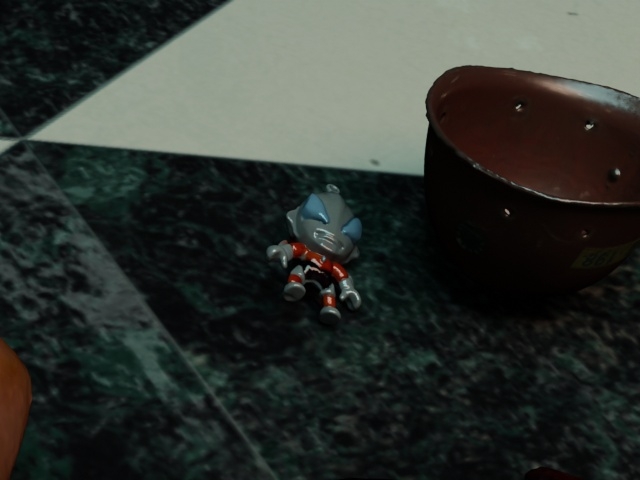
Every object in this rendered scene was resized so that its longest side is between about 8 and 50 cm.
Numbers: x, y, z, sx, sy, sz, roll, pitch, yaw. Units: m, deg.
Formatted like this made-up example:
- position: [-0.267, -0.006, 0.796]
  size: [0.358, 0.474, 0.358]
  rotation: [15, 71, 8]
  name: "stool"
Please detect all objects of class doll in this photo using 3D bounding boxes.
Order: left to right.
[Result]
- position: [0.000, -0.001, 1.061]
  size: [0.057, 0.039, 0.114]
  rotation: [8, 41, 2]
  name: "doll"

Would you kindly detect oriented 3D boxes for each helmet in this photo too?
- position: [0.131, -0.026, 1.077]
  size: [0.155, 0.106, 0.175]
  rotation: [36, 40, 28]
  name: "helmet"

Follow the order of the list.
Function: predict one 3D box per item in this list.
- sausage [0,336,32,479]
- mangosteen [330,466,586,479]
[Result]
- position: [-0.197, 0.137, 0.775]
  size: [0.113, 0.114, 0.259]
  rotation: [10, 37, -4]
  name: "sausage"
- position: [0.021, 0.280, 0.504]
  size: [0.382, 0.382, 0.435]
  rotation: [25, 78, 15]
  name: "mangosteen"
